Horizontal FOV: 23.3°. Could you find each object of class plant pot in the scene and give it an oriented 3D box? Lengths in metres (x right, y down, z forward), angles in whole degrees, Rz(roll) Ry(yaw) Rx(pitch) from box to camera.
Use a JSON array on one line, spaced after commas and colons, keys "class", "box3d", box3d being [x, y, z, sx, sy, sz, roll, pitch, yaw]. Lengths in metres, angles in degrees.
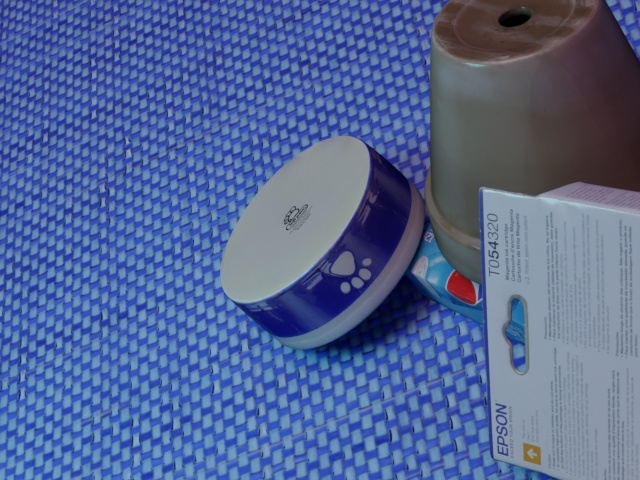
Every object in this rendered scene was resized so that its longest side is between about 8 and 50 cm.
[{"class": "plant pot", "box3d": [0.251, -0.148, 1.776, 0.323, 0.280, 0.323, -13, 37, 10]}]

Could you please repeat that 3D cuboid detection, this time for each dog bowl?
[{"class": "dog bowl", "box3d": [0.000, 0.000, 1.953, 0.265, 0.104, 0.265, -35, 31, 25]}]

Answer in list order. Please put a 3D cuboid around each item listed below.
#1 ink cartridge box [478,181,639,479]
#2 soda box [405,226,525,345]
[{"class": "ink cartridge box", "box3d": [0.318, 0.110, 1.573, 0.330, 0.324, 0.071, 14, 27, 40]}, {"class": "soda box", "box3d": [0.197, 0.058, 1.849, 0.210, 0.071, 0.067, 25, 72, 43]}]
